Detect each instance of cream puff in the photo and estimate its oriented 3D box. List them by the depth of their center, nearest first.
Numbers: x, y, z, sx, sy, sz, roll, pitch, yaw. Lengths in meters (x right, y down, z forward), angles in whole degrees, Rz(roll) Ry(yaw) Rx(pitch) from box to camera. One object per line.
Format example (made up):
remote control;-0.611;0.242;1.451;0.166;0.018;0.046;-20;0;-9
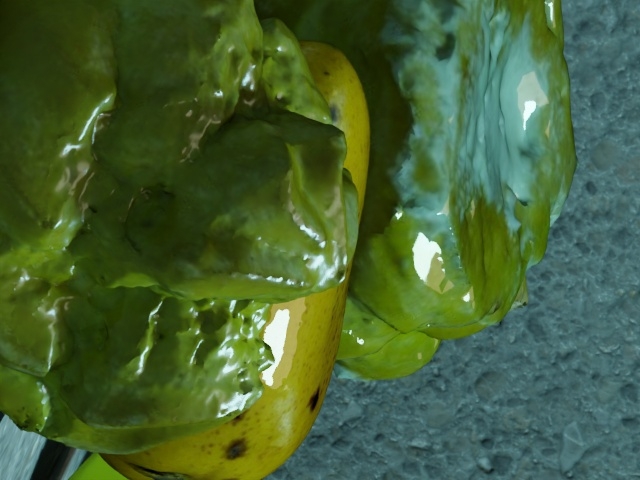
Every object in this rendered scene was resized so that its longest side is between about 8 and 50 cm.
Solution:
cream puff;-0.074;-0.016;0.827;0.195;0.194;0.221;-58;170;-73
cream puff;0.017;-0.085;1.403;0.378;0.275;0.378;6;90;-68

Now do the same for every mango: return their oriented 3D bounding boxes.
mango;-0.056;0.019;1.159;0.290;0.160;0.191;-70;166;16

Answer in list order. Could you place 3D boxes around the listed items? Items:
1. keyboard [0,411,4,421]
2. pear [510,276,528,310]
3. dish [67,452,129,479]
keyboard;-0.186;0.076;1.101;0.106;0.027;0.317;96;19;-73
pear;0.000;0.000;1.738;0.386;0.340;0.191;42;38;-82
dish;-0.142;0.229;1.696;0.262;0.108;0.221;-47;169;23
